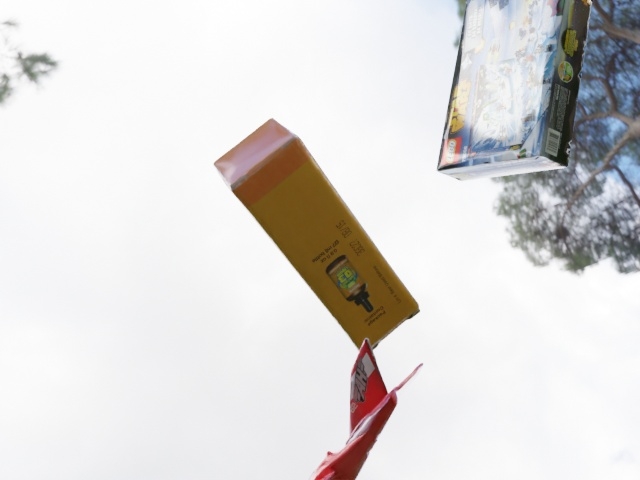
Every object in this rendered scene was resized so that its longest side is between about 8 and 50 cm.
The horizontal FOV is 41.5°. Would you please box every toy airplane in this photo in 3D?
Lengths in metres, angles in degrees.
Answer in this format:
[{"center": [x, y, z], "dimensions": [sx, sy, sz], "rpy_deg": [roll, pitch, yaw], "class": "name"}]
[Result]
[{"center": [0.013, 0.112, 0.434], "dimensions": [0.028, 0.151, 0.151], "rpy_deg": [33, -62, 21], "class": "toy airplane"}]

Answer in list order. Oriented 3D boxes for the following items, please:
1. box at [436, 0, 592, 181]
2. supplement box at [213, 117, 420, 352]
[{"center": [0.125, -0.110, 0.543], "dimensions": [0.027, 0.094, 0.137], "rpy_deg": [17, -100, -32], "class": "box"}, {"center": [0.000, 0.000, 0.802], "dimensions": [0.078, 0.080, 0.233], "rpy_deg": [-39, -62, -4], "class": "supplement box"}]
